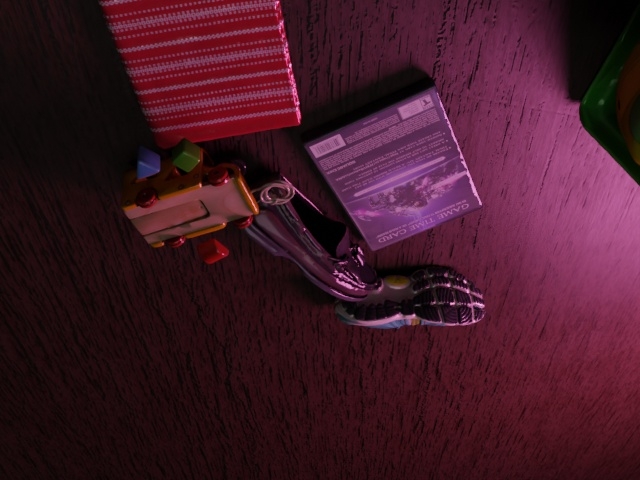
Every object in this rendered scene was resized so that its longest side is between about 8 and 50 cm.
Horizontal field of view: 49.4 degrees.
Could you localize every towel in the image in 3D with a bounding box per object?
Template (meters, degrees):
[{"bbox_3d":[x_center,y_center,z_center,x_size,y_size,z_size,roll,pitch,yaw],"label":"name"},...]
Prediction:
[{"bbox_3d":[-0.138,-0.229,0.824,0.198,0.031,0.275,-10,138,1],"label":"towel"}]

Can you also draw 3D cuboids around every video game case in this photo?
[{"bbox_3d":[0.116,-0.099,1.036,0.196,0.026,0.274,-22,139,13],"label":"video game case"}]

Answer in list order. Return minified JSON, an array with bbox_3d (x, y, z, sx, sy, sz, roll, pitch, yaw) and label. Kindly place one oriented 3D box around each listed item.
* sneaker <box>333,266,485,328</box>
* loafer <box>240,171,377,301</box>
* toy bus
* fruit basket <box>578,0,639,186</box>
[{"bbox_3d":[0.159,0.111,1.254,0.275,0.107,0.110,1,158,-7],"label":"sneaker"},{"bbox_3d":[0.000,0.000,1.065,0.095,0.109,0.302,-39,130,23],"label":"loafer"},{"bbox_3d":[-0.165,-0.072,0.939,0.202,0.104,0.191,15,134,-26],"label":"toy bus"},{"bbox_3d":[0.440,-0.196,0.795,0.391,0.283,0.392,-19,145,-14],"label":"fruit basket"}]
